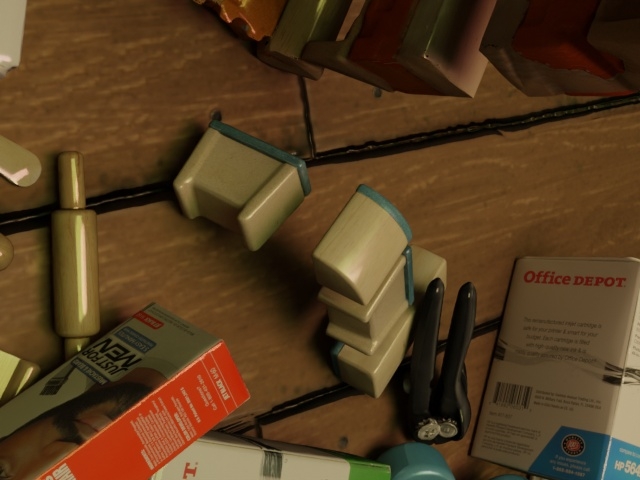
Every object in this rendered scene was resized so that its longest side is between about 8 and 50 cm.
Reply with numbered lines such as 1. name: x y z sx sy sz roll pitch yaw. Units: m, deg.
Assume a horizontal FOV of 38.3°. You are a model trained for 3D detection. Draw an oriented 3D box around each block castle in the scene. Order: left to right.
1. block castle: 0.044 -0.241 0.510 0.303 0.453 0.212 27 82 -34

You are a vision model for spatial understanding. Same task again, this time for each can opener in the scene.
1. can opener: 0.099 0.104 0.773 0.073 0.059 0.186 -89 176 -49

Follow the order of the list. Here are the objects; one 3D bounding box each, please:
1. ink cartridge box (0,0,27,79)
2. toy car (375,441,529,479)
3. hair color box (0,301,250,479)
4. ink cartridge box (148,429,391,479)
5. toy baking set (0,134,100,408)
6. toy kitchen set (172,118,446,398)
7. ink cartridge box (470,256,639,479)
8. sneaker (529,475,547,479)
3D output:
1. ink cartridge box: -0.259 -0.235 0.467 0.211 0.122 0.289 10 81 -38
2. toy car: 0.103 0.334 0.749 0.210 0.219 0.238 23 108 -24
3. hair color box: -0.139 0.113 0.565 0.167 0.093 0.053 -37 123 -26
4. ink cartridge box: -0.062 0.217 0.658 0.208 0.087 0.153 20 79 -38
5. toy baking set: -0.226 0.005 0.563 0.197 0.030 0.256 3 89 -38
6. toy kitchen set: 0.000 0.000 0.724 0.122 0.166 0.207 -54 157 -24
7. ink cartridge box: 0.241 0.123 0.858 0.086 0.148 0.203 25 76 -35
8. sneaker: 0.288 0.307 0.932 0.080 0.094 0.212 -42 115 -32
